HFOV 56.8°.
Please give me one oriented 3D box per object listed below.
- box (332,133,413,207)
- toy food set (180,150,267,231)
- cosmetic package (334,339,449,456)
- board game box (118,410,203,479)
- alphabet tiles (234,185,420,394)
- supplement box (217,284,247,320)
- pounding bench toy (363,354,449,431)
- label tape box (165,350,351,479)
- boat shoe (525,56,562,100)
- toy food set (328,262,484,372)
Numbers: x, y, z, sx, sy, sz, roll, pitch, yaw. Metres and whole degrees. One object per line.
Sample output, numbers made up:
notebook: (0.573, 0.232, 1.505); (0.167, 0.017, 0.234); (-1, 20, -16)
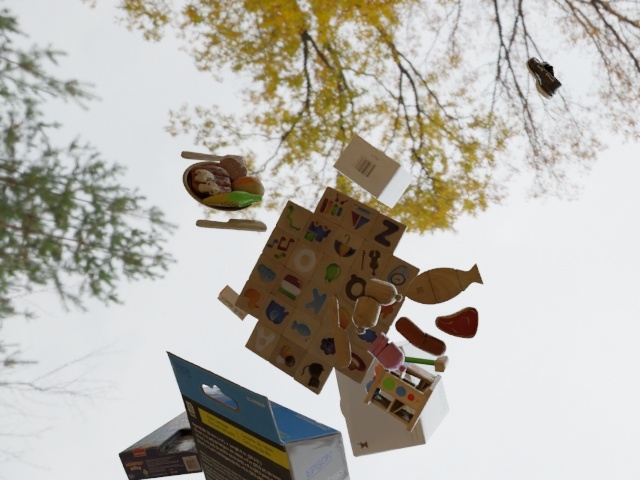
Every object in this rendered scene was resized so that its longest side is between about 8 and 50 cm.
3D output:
box: (0.124, -0.155, 1.349); (0.130, 0.170, 0.091); (37, -82, 16)
toy food set: (-0.157, -0.095, 0.961); (0.038, 0.132, 0.192); (-64, -144, 38)
cosmetic package: (0.165, 0.323, 1.290); (0.155, 0.365, 0.197); (-15, -99, 16)
board game box: (-0.235, 0.363, 1.109); (0.194, 0.194, 0.060); (-18, -85, 27)
alphabet tiles: (0.006, 0.087, 1.078); (0.285, 0.011, 0.342); (28, -88, 20)
supplement box: (-0.235, 0.173, 1.631); (0.036, 0.098, 0.062); (-48, 178, -26)
pounding bench toy: (0.092, 0.145, 0.635); (0.065, 0.052, 0.083); (29, -73, 17)
label tape box: (-0.076, 0.307, 0.842); (0.241, 0.106, 0.333); (8, -64, 45)
boat shoe: (0.415, -0.309, 1.095); (0.038, 0.046, 0.125); (-48, -156, 37)
toy food set: (0.071, 0.064, 0.470); (0.122, 0.019, 0.078); (-9, -97, 5)
